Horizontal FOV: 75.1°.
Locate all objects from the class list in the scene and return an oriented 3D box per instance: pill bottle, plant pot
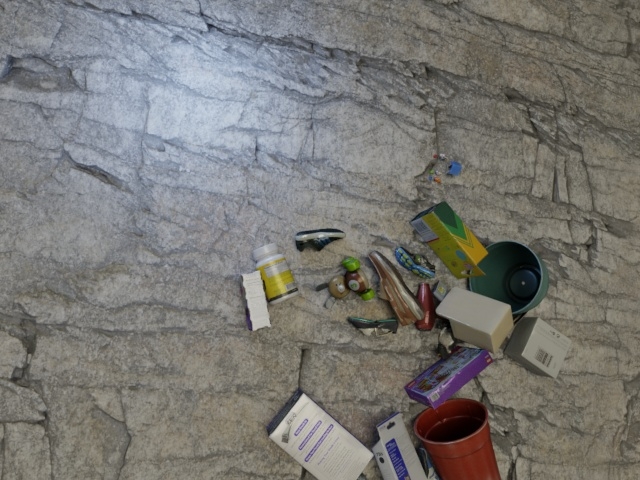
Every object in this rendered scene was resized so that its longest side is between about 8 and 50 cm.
[{"bbox_3d":[-0.169,0.122,1.529,0.119,0.119,0.208,-21,85,-15],"label":"pill bottle"},{"bbox_3d":[0.785,0.162,1.678,0.196,0.293,0.293,15,76,-37],"label":"plant pot"},{"bbox_3d":[0.513,0.768,1.512,0.272,0.272,0.265,-21,94,-15],"label":"plant pot"}]

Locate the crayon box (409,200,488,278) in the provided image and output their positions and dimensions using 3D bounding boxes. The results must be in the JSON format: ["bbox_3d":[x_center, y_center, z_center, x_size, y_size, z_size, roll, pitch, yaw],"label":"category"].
[{"bbox_3d":[0.523,0.006,1.666,0.081,0.202,0.318,-40,92,-16],"label":"crayon box"}]

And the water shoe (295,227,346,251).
[{"bbox_3d":[0.000,0.000,1.626,0.203,0.073,0.080,-4,108,-14],"label":"water shoe"}]

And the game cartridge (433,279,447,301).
[{"bbox_3d":[0.486,0.205,1.679,0.056,0.017,0.083,47,44,-8],"label":"game cartridge"}]

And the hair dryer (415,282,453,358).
[{"bbox_3d":[0.473,0.305,1.682,0.223,0.080,0.293,-32,93,-34],"label":"hair dryer"}]

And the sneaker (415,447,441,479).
[{"bbox_3d":[0.402,0.881,1.557,0.081,0.080,0.211,-8,84,-33],"label":"sneaker"}]

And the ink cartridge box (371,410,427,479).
[{"bbox_3d":[0.287,0.803,1.484,0.165,0.065,0.333,-1,65,-48],"label":"ink cartridge box"}]

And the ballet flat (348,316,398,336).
[{"bbox_3d":[0.205,0.335,1.604,0.203,0.074,0.074,5,79,-14],"label":"ballet flat"}]

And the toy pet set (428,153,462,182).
[{"bbox_3d":[0.543,-0.312,1.795,0.114,0.065,0.122,15,78,-10],"label":"toy pet set"}]

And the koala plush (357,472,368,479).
[{"bbox_3d":[0.170,0.939,1.409,0.203,0.221,0.196,34,74,-5],"label":"koala plush"}]

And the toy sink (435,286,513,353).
[{"bbox_3d":[0.589,0.304,1.600,0.153,0.234,0.131,-44,128,-25],"label":"toy sink"}]

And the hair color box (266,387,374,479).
[{"bbox_3d":[-0.003,0.711,1.470,0.339,0.110,0.185,43,75,-5],"label":"hair color box"}]

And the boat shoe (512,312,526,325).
[{"bbox_3d":[0.779,0.330,1.736,0.206,0.065,0.075,-31,88,-16],"label":"boat shoe"}]

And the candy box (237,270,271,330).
[{"bbox_3d":[-0.235,0.215,1.473,0.070,0.165,0.196,-11,82,-16],"label":"candy box"}]

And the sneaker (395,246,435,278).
[{"bbox_3d":[0.388,0.084,1.699,0.188,0.067,0.078,32,54,-4],"label":"sneaker"}]

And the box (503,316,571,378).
[{"bbox_3d":[0.893,0.438,1.715,0.181,0.119,0.182,34,74,-5],"label":"box"}]

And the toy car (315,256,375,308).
[{"bbox_3d":[0.082,0.175,1.575,0.188,0.149,0.155,-27,97,-5],"label":"toy car"}]

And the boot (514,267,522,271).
[{"bbox_3d":[0.859,0.083,1.815,0.087,0.042,0.118,-26,88,-22],"label":"boot"}]

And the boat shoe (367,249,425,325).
[{"bbox_3d":[0.272,0.187,1.618,0.116,0.123,0.324,-37,73,16],"label":"boat shoe"}]

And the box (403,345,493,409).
[{"bbox_3d":[0.478,0.506,1.566,0.293,0.201,0.057,-31,88,-15],"label":"box"}]
